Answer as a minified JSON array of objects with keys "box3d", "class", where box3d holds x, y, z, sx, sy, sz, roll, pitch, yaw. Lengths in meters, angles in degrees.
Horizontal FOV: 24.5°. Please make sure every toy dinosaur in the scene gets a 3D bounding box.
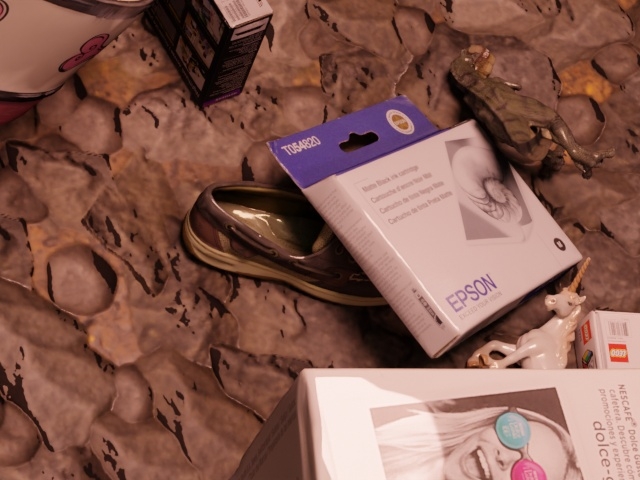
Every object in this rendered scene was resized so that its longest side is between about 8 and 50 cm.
[{"box3d":[0.184,-0.097,1.291,0.118,0.268,0.064,32,102,-22],"class":"toy dinosaur"}]

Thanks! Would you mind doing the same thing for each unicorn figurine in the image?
[{"box3d":[0.185,0.107,1.246,0.111,0.060,0.162,-11,85,-22],"class":"unicorn figurine"}]

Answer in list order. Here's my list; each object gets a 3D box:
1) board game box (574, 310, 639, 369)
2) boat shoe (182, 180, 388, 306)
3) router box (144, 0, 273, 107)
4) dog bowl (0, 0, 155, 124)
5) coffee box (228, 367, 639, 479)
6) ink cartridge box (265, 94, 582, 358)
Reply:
[{"box3d":[0.377,0.164,1.273,0.305,0.053,0.193,5,63,-15],"class":"board game box"},{"box3d":[-0.001,-0.001,1.225,0.224,0.073,0.080,11,63,-11],"class":"boat shoe"},{"box3d":[-0.115,-0.222,1.264,0.046,0.133,0.179,-24,74,-25],"class":"router box"},{"box3d":[-0.327,-0.244,1.096,0.408,0.150,0.408,33,18,-13],"class":"dog bowl"},{"box3d":[0.122,0.295,0.919,0.334,0.337,0.338,1,63,-17],"class":"coffee box"},{"box3d":[0.093,-0.032,1.239,0.224,0.045,0.223,51,38,10],"class":"ink cartridge box"}]
